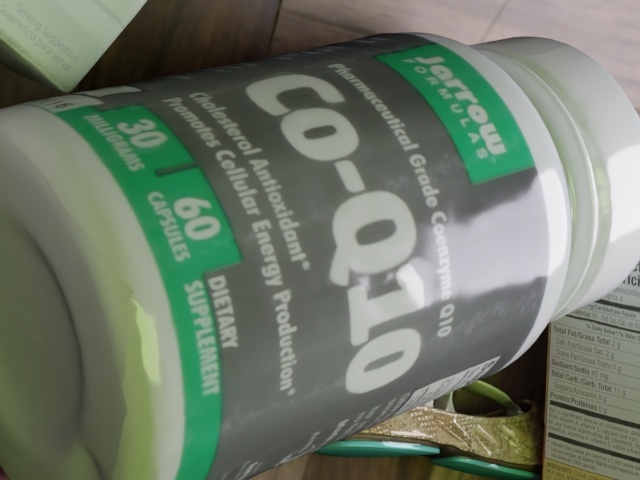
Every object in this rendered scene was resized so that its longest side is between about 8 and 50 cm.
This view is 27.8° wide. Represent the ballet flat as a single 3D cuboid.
[{"bbox_3d":[0.075,0.122,0.883,0.206,0.073,0.067,16,71,-38],"label":"ballet flat"}]

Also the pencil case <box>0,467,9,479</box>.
[{"bbox_3d":[-0.063,0.243,0.768,0.386,0.160,0.167,27,82,-35],"label":"pencil case"}]

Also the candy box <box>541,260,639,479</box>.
[{"bbox_3d":[0.236,0.123,0.929,0.183,0.088,0.316,-26,120,-50],"label":"candy box"}]

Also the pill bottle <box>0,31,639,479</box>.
[{"bbox_3d":[0.000,0.000,0.686,0.361,0.204,0.204,-18,115,-38],"label":"pill bottle"}]

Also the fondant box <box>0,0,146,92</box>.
[{"bbox_3d":[-0.114,-0.273,0.599,0.238,0.096,0.330,43,80,-35],"label":"fondant box"}]
